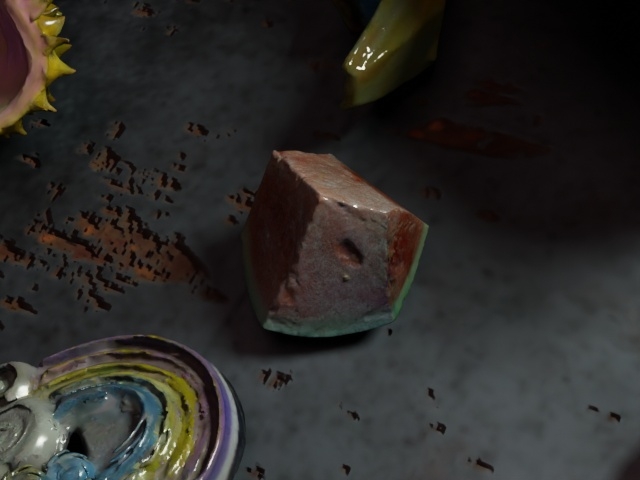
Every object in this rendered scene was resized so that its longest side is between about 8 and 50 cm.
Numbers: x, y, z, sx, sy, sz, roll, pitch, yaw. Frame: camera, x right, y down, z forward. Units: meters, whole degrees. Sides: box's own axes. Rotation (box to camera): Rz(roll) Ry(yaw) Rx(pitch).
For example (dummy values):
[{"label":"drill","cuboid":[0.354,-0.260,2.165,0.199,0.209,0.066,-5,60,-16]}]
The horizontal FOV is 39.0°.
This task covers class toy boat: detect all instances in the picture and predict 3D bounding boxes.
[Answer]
[{"label":"toy boat","cuboid":[0.039,-0.139,0.509,0.066,0.065,0.172,10,53,3]}]

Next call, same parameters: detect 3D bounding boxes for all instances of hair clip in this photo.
[{"label":"hair clip","cuboid":[-0.086,0.097,0.393,0.116,0.049,0.172,-22,45,-20]}]

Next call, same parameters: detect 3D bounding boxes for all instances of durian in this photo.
[{"label":"durian","cuboid":[-0.244,-0.120,0.520,0.183,0.132,0.165,-18,65,-14]}]

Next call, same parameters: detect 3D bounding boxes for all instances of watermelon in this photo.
[{"label":"watermelon","cuboid":[-0.003,0.000,0.423,0.092,0.072,0.085,-49,43,-15]}]
